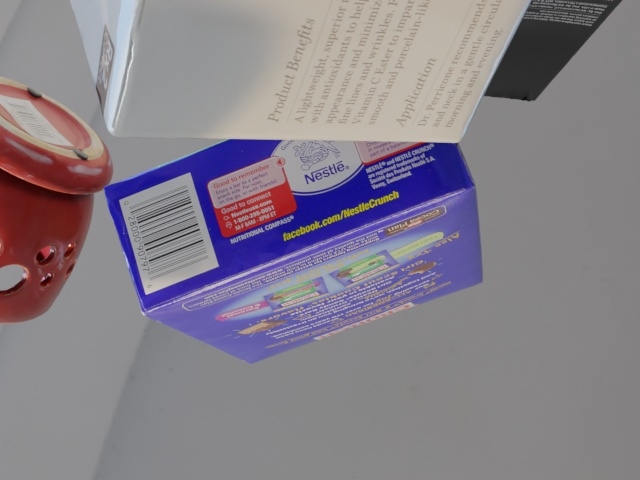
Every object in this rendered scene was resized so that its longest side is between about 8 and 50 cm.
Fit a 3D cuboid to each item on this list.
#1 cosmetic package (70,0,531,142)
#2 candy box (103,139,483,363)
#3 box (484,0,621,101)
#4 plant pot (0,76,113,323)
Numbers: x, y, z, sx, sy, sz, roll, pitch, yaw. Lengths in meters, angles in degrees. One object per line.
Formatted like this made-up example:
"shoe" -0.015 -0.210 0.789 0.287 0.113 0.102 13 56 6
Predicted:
"cosmetic package" -0.011 -0.149 0.427 0.184 0.151 0.151 -1 -134 -26
"candy box" 0.000 0.000 0.822 0.268 0.317 0.122 -21 -109 4
"box" 0.156 -0.272 0.744 0.103 0.184 0.261 4 -107 -11
"plant pot" -0.297 -0.045 0.850 0.191 0.191 0.174 29 -73 -22
